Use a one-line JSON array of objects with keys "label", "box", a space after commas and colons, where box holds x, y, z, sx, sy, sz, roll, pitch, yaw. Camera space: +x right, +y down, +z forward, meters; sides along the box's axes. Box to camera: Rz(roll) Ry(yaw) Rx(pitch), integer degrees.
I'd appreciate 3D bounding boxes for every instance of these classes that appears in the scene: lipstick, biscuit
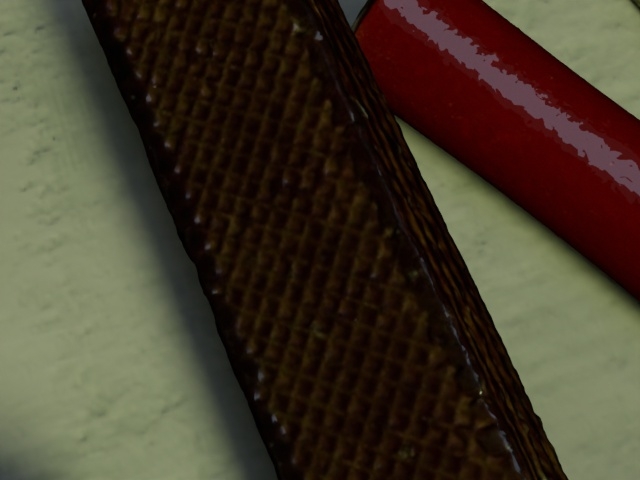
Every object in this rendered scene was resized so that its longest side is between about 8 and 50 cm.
[{"label": "lipstick", "box": [0.120, -0.046, 0.840, 0.241, 0.080, 0.080, 38, 65, 10]}, {"label": "biscuit", "box": [0.000, 0.000, 0.778, 0.107, 0.073, 0.388, -32, 68, 18]}]

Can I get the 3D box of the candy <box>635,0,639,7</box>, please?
[{"label": "candy", "box": [0.242, -0.209, 0.909, 0.179, 0.135, 0.321, -27, 71, -21]}]
